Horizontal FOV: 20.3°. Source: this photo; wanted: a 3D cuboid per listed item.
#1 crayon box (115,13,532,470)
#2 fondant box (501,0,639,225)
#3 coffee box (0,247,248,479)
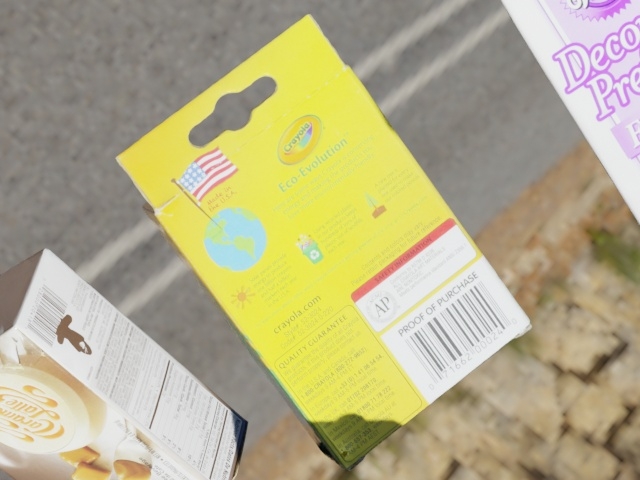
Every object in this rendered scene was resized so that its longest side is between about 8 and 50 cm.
[{"bbox_3d":[0.000,0.000,1.462,0.202,0.318,0.081,-37,-169,-8],"label":"crayon box"},{"bbox_3d":[0.285,-0.064,0.992,0.238,0.330,0.096,-33,164,13],"label":"fondant box"},{"bbox_3d":[-0.198,0.140,1.482,0.141,0.246,0.098,-28,-149,31],"label":"coffee box"}]
